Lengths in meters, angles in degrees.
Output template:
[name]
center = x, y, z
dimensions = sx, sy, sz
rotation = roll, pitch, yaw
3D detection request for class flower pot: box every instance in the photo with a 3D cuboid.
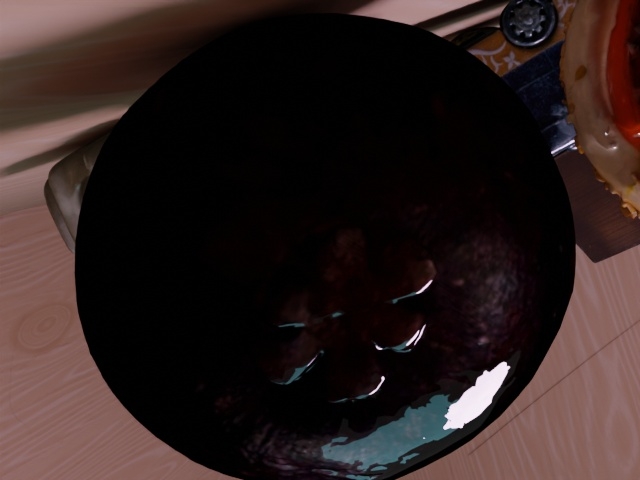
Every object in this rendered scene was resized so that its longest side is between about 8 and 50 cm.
[flower pot]
center = -0.206, -0.079, 1.126
dimensions = 0.368, 0.164, 0.254
rotation = -15, -168, 41

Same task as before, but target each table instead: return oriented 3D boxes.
[table]
center = 0.480, -0.142, 1.222
dimensions = 0.250, 0.196, 0.282
rotation = -50, -173, -32

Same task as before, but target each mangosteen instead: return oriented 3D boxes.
[mangosteen]
center = 0.000, 0.000, 0.714
dimensions = 0.382, 0.382, 0.435
rotation = -18, -166, 0

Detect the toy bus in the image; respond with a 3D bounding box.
[toy bus]
center = 0.232, -0.181, 1.049
dimensions = 0.324, 0.194, 0.162
rotation = -29, -174, 15

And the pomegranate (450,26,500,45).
[pomegranate]
center = 0.300, -0.262, 1.359
dimensions = 0.248, 0.214, 0.214
rotation = -49, -164, -17

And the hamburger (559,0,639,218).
[hamburger]
center = 0.387, -0.148, 0.728
dimensions = 0.330, 0.329, 0.250
rotation = -20, -172, -17
